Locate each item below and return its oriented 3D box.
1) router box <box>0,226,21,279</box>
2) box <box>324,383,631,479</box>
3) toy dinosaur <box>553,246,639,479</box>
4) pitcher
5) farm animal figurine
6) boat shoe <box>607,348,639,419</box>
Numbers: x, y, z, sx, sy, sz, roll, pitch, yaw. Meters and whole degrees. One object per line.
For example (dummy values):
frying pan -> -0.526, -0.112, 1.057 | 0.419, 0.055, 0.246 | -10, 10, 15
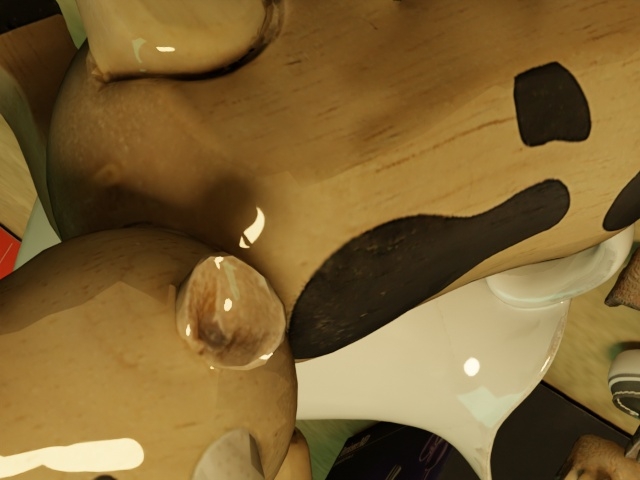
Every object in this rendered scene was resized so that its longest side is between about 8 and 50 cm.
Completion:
router box -> -0.298, 0.021, 1.208 | 0.301, 0.082, 0.335 | 41, 158, -27
box -> 0.046, 0.180, 0.962 | 0.103, 0.184, 0.261 | 34, 160, -5
toy dinosaur -> 0.192, 0.077, 0.607 | 0.200, 0.127, 0.295 | 31, 156, -3
pitcher -> 0.000, 0.000, 0.717 | 0.207, 0.125, 0.178 | 21, 140, -4
farm animal figurine -> -0.036, 0.006, 0.432 | 0.172, 0.327, 0.330 | 52, 163, 21
boat shoe -> 0.175, 0.083, 0.757 | 0.142, 0.040, 0.049 | 20, 158, 26
